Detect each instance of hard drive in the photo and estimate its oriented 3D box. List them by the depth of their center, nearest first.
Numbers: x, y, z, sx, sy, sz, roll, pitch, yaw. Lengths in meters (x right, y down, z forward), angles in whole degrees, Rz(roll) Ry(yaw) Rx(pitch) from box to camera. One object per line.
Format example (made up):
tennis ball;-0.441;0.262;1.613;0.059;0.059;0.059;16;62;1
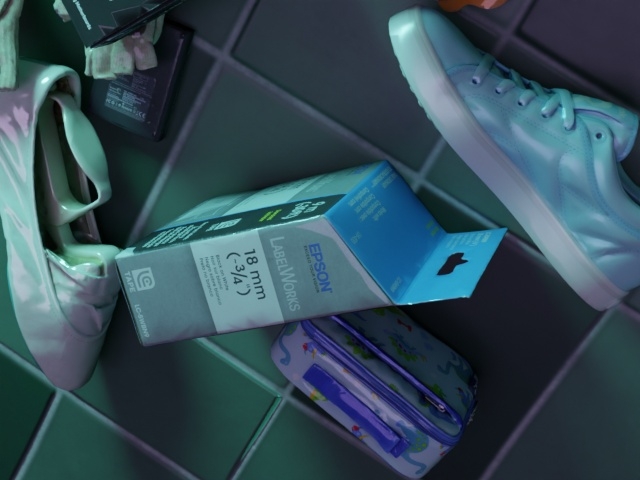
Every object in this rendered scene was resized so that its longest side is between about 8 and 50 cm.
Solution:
hard drive;-0.203;-0.190;1.252;0.094;0.022;0.135;24;114;9

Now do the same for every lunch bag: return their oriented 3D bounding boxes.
lunch bag;0.062;0.140;1.194;0.219;0.176;0.090;40;116;3

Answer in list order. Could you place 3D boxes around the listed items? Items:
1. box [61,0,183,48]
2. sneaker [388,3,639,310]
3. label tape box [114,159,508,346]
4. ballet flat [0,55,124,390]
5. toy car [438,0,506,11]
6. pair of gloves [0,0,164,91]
box;-0.192;-0.379;1.087;0.242;0.076;0.307;-24;98;21
sneaker;0.223;-0.108;1.091;0.150;0.135;0.366;-38;103;20
label tape box;0.000;0.000;1.132;0.334;0.240;0.105;-11;102;20
ballet flat;-0.293;-0.014;1.279;0.139;0.139;0.400;-6;103;20
toy car;0.110;-0.315;1.041;0.238;0.219;0.210;34;118;-28
pair of gloves;-0.287;-0.266;1.192;0.240;0.042;0.204;-8;96;-1
